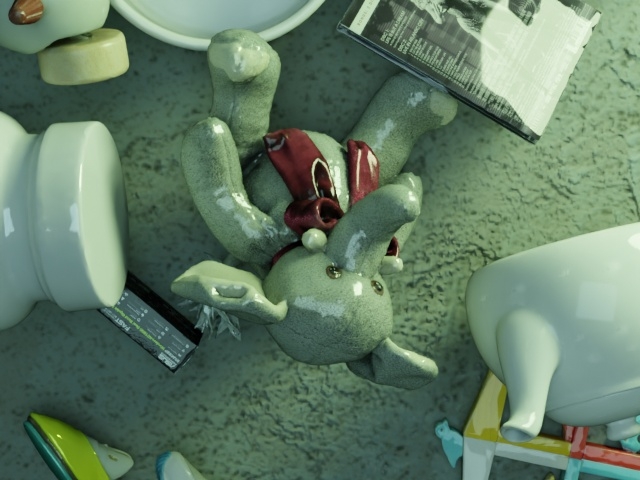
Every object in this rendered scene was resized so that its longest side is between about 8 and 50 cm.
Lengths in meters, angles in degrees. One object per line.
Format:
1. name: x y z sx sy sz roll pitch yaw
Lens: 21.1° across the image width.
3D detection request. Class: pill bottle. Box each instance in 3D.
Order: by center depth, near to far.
1. pill bottle: -0.373 -0.015 1.580 0.363 0.210 0.210 -3 96 8

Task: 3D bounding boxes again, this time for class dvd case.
1. dvd case: 0.146 -0.212 1.661 0.221 0.018 0.164 30 66 -4

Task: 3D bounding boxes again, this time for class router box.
1. router box: -0.174 0.073 1.684 0.122 0.092 0.038 40 94 -3

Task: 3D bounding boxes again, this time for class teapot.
1. teapot: 0.267 0.094 1.611 0.256 0.252 0.187 -15 83 -1

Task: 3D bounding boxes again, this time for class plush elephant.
1. plush elephant: 0.000 0.000 1.577 0.272 0.255 0.330 17 108 -35

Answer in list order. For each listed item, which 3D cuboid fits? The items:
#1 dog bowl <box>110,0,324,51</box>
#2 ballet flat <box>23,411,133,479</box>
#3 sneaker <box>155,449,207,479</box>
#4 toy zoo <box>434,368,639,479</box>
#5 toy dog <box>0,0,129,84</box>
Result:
1. dog bowl: -0.099 -0.312 1.642 0.265 0.104 0.265 0 95 -1
2. ballet flat: -0.211 0.257 1.719 0.077 0.077 0.231 -32 98 -19
3. sneaker: -0.080 0.293 1.716 0.092 0.087 0.229 -38 102 -4
4. toy zoo: 0.259 0.218 1.733 0.293 0.030 0.192 12 95 -2
5. toy dog: -0.326 -0.212 1.563 0.333 0.161 0.220 -19 97 26
